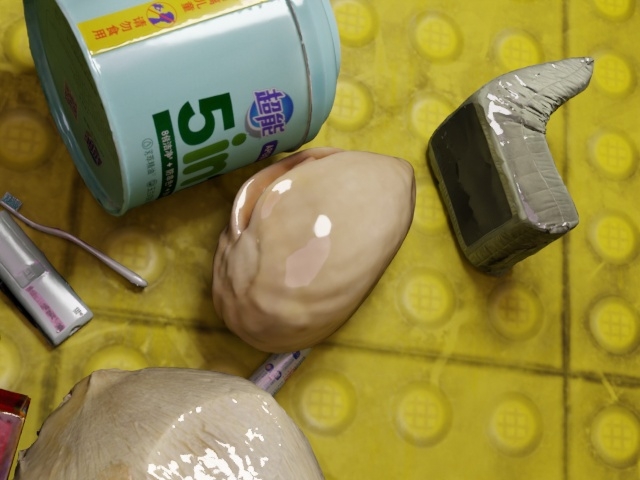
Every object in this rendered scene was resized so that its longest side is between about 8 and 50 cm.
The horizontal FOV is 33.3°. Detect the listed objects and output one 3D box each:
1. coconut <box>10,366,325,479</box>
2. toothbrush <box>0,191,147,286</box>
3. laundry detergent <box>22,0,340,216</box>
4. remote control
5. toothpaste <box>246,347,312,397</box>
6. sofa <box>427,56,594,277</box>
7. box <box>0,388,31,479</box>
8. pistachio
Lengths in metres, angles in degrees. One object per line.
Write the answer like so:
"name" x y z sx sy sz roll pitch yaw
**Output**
"coconut" -0.147 0.296 1.077 0.346 0.346 0.360 -22 81 -21
"toothbrush" -0.298 0.003 1.291 0.204 0.017 0.022 32 87 -5
"laundry detergent" -0.150 -0.212 1.252 0.305 0.287 0.287 -22 82 -21
"remote control" -0.343 0.045 1.258 0.065 0.029 0.166 -40 88 -24
"toothpaste" -0.079 0.184 1.297 0.052 0.033 0.218 43 70 0
"sofa" 0.270 -0.092 1.392 0.176 0.210 0.225 -14 75 -21
"box" -0.349 0.243 1.027 0.089 0.313 0.197 17 81 -13
"pistachio" 0.000 0.000 1.293 0.318 0.193 0.213 -39 119 -30
